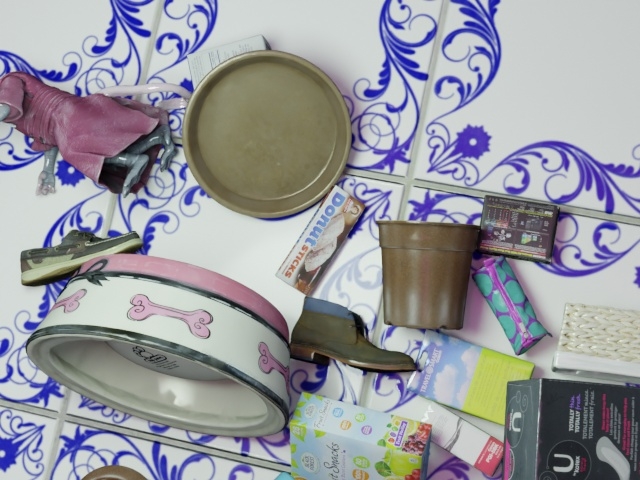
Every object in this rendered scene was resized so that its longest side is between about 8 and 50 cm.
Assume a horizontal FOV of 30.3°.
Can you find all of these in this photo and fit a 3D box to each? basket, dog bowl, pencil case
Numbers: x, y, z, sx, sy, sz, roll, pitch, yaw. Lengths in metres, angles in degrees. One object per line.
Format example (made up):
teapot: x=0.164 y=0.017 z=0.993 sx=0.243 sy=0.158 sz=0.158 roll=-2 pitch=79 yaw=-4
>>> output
basket: x=0.440 y=0.158 z=1.796 sx=0.167 sy=0.113 sz=0.103 roll=6 pitch=80 yaw=11
dog bowl: x=-0.227 y=0.159 z=1.793 sx=0.407 sy=0.408 sz=0.150 roll=10 pitch=66 yaw=12
pencil case: x=0.298 y=0.101 z=1.854 sx=0.064 sy=0.070 sz=0.152 roll=-30 pitch=76 yaw=5

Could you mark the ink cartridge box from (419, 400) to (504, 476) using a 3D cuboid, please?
ink cartridge box: x=0.218 y=0.306 z=1.819 sx=0.135 sy=0.099 sz=0.056 roll=30 pitch=85 yaw=13

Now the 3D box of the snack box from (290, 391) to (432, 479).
snack box: x=0.060 y=0.332 z=1.808 sx=0.207 sy=0.175 sz=0.070 roll=13 pitch=46 yaw=14

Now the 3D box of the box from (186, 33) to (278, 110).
box: x=-0.142 y=-0.263 z=1.997 sx=0.137 sy=0.072 sz=0.126 roll=-14 pitch=79 yaw=8

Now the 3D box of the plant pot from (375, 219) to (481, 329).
plant pot: x=0.165 y=0.054 z=1.847 sx=0.166 sy=0.167 sz=0.165 roll=3 pitch=88 yaw=11

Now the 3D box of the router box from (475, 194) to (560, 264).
router box: x=0.315 y=-0.017 z=1.886 sx=0.122 sy=0.038 sz=0.092 roll=10 pitch=82 yaw=13

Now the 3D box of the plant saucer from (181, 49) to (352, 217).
plant saucer: x=-0.088 y=-0.174 z=1.936 sx=0.277 sy=0.041 sz=0.278 roll=-1 pitch=105 yaw=-3

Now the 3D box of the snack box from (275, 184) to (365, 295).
snack box: x=0.000 y=0.000 z=1.939 sx=0.064 sy=0.022 sz=0.178 roll=33 pitch=88 yaw=-14

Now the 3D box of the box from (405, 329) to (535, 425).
box: x=0.236 y=0.217 z=1.860 sx=0.178 sy=0.042 sz=0.109 roll=18 pitch=83 yaw=14

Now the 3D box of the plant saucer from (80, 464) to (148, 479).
plant saucer: x=-0.344 y=0.454 z=1.939 sx=0.168 sy=0.029 sz=0.169 roll=-2 pitch=80 yaw=10

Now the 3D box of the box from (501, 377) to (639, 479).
box: x=0.414 y=0.293 z=1.718 sx=0.270 sy=0.143 sz=0.165 roll=7 pitch=80 yaw=-11

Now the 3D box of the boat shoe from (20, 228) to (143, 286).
boat shoe: x=-0.411 y=0.016 z=1.998 sx=0.223 sy=0.080 sz=0.073 roll=-19 pitch=83 yaw=12

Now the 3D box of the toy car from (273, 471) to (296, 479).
toy car: x=-0.038 y=0.514 z=1.750 sx=0.219 sy=0.210 sz=0.238 roll=-44 pitch=55 yaw=-10

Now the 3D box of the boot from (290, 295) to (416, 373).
boot: x=0.053 y=0.151 z=1.881 sx=0.219 sy=0.082 sz=0.106 roll=6 pitch=79 yaw=21

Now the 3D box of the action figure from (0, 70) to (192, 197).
action figure: x=-0.435 y=-0.211 z=1.955 sx=0.370 sy=0.248 sz=0.276 roll=26 pitch=85 yaw=11
